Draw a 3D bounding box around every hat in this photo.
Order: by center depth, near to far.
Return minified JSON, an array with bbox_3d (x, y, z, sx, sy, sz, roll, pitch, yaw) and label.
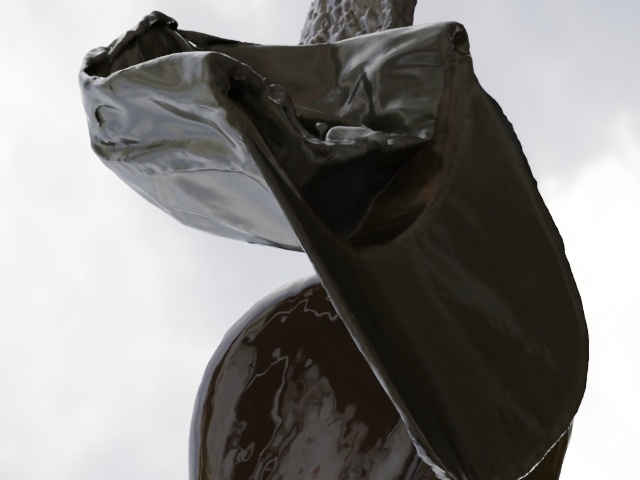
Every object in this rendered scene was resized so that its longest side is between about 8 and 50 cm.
[{"bbox_3d":[0.000,0.000,0.741,0.214,0.149,0.244,-14,-89,-56],"label":"hat"}]

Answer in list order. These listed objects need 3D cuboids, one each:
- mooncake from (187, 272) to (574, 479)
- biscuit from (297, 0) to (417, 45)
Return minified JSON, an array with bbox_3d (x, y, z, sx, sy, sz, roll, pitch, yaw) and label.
[{"bbox_3d":[0.035,0.120,0.938,0.117,0.235,0.235,34,-137,-42],"label":"mooncake"},{"bbox_3d":[0.028,-0.165,1.255,0.032,0.133,0.250,21,-108,-35],"label":"biscuit"}]
